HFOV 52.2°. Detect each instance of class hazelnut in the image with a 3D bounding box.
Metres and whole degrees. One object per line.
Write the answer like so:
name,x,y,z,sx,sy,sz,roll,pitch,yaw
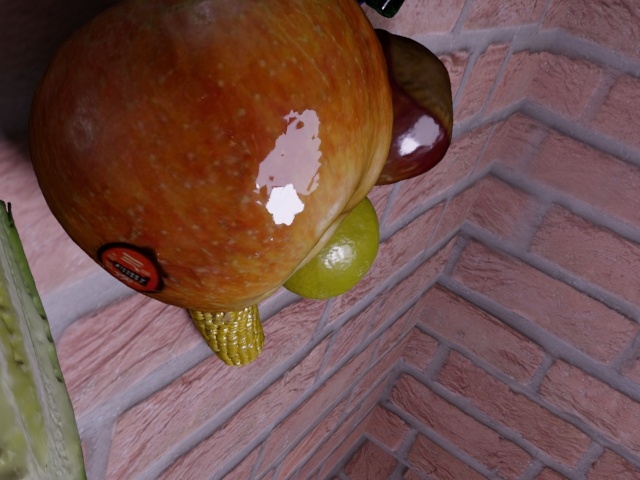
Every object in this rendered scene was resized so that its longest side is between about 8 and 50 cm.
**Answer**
hazelnut,0.080,-0.178,0.916,0.229,0.230,0.229,-48,158,-27

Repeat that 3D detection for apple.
apple,-0.075,-0.071,0.524,0.278,0.250,0.309,-32,-167,-17

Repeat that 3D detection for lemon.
lemon,0.000,0.000,0.996,0.184,0.184,0.248,-52,158,-19

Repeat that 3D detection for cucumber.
cucumber,-0.237,0.108,0.430,0.105,0.325,0.145,-22,172,-5

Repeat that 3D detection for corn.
corn,-0.135,0.112,0.952,0.106,0.106,0.293,-50,157,-24

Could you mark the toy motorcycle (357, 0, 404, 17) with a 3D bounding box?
toy motorcycle,0.016,-0.311,0.608,0.196,0.125,0.331,-53,168,10
